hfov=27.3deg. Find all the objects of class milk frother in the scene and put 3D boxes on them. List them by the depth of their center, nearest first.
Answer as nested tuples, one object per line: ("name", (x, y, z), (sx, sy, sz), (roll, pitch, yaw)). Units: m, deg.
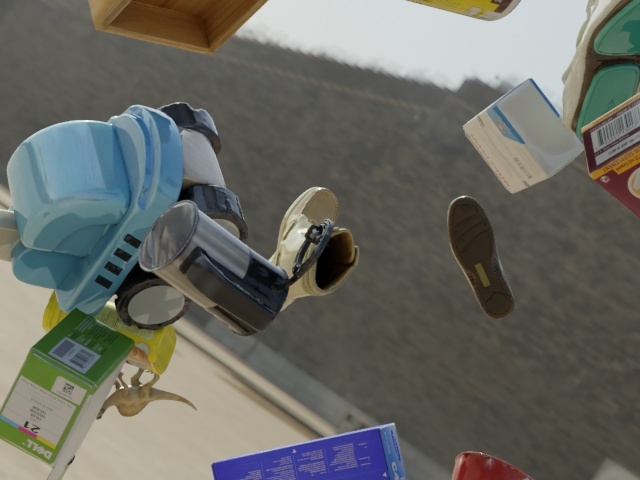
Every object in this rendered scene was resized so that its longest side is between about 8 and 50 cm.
("milk frother", (-0.078, 0.008, 1.309), (0.135, 0.143, 0.129), (38, -12, -33))

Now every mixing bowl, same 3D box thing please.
("mixing bowl", (0.292, 0.455, 2.261), (0.181, 0.098, 0.181), (26, -27, 15))

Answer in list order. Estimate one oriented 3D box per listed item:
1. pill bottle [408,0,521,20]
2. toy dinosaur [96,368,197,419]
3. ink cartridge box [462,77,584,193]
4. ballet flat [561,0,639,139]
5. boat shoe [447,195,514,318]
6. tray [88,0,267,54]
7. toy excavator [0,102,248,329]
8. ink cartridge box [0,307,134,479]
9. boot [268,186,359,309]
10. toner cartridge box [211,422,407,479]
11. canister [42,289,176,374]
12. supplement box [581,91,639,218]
("pill bottle", (0.102, -0.298, 1.324), (0.215, 0.117, 0.117), (9, 8, -26))
("toy dinosaur", (-0.284, 0.237, 2.075), (0.183, 0.092, 0.053), (-5, 25, -30))
("ink cartridge box", (0.312, -0.159, 2.049), (0.139, 0.082, 0.191), (53, -9, -1))
("ballet flat", (0.397, -0.283, 1.757), (0.139, 0.139, 0.400), (34, -26, 11))
("boat shoe", (0.236, 0.025, 1.963), (0.072, 0.068, 0.190), (-22, 96, -79))
("tray", (-0.115, -0.405, 1.754), (0.203, 0.411, 0.076), (7, 57, -42))
("toy excavator", (-0.388, -0.022, 1.756), (0.445, 0.433, 0.222), (16, 39, -34))
("ink cartridge box", (-0.356, 0.238, 1.700), (0.097, 0.255, 0.189), (30, 14, 0))
("boot", (0.000, 0.000, 2.247), (0.095, 0.262, 0.203), (41, -31, -18))
("toner cartridge box", (-0.017, 0.445, 2.378), (0.348, 0.165, 0.075), (-15, -6, 23))
("canister", (-0.299, 0.129, 1.885), (0.170, 0.073, 0.126), (18, -17, 7))
("supplement box", (0.403, -0.080, 1.532), (0.188, 0.104, 0.080), (34, 39, -32))
